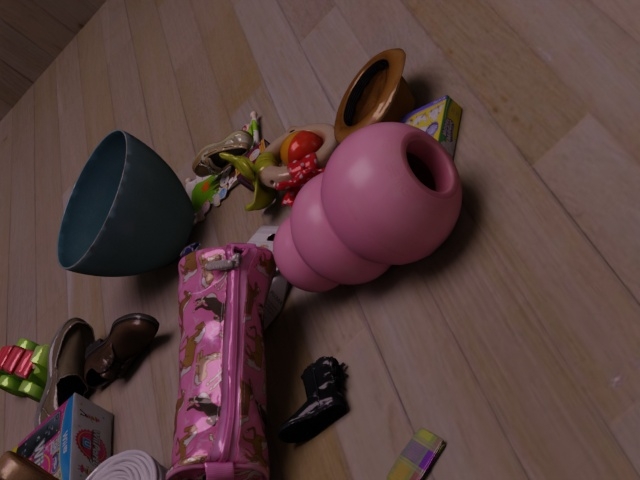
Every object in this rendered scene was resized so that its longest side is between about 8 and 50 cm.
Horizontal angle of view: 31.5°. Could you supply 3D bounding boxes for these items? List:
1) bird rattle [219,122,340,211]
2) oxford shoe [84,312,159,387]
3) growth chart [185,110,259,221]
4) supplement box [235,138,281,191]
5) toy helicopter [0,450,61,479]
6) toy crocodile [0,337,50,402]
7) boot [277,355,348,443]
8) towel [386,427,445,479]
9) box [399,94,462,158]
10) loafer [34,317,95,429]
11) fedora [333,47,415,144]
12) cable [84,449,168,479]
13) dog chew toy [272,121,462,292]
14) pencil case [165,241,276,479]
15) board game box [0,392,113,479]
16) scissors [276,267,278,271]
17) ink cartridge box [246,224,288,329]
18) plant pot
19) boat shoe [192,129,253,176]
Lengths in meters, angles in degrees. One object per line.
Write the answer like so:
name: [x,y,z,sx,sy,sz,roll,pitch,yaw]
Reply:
bird rattle: [-0.047,-0.141,1.993,0.253,0.143,0.207,-3,40,49]
oxford shoe: [-0.369,0.211,2.117,0.227,0.082,0.096,-43,32,40]
growth chart: [-0.199,-0.138,2.294,0.237,0.021,0.172,-42,33,20]
supplement box: [-0.119,-0.144,2.165,0.083,0.043,0.055,-42,33,19]
toy helicopter: [-0.282,0.393,1.530,0.140,0.355,0.235,-57,13,-8]
toy crocodile: [-0.617,0.262,2.372,0.340,0.105,0.115,-1,58,54]
boot: [-0.013,0.227,1.639,0.121,0.045,0.099,-33,37,18]
towel: [0.120,0.280,1.436,0.083,0.009,0.060,-57,30,-7]
box: [0.159,-0.134,1.776,0.105,0.043,0.179,-23,43,41]
loafer: [-0.478,0.265,2.201,0.087,0.094,0.251,-20,54,42]
fedora: [0.102,-0.229,1.904,0.194,0.079,0.194,-43,29,30]
cable: [-0.319,0.458,1.781,0.257,0.089,0.257,-34,35,28]
dog chew toy: [0.051,-0.031,1.676,0.332,0.206,0.207,-36,34,41]
pencil case: [-0.144,0.191,1.689,0.160,0.167,0.386,-14,58,24]
board game box: [-0.503,0.452,2.032,0.303,0.097,0.224,-40,33,19]
scissors: [0.000,0.000,1.832,0.297,0.021,0.109,-41,31,0]
ink cartridge box: [-0.113,0.076,1.944,0.232,0.066,0.189,-45,25,-24]
plant pot: [-0.364,-0.048,2.231,0.290,0.195,0.290,-41,37,41]
boat shoe: [-0.196,-0.163,2.242,0.153,0.056,0.048,-26,37,27]
